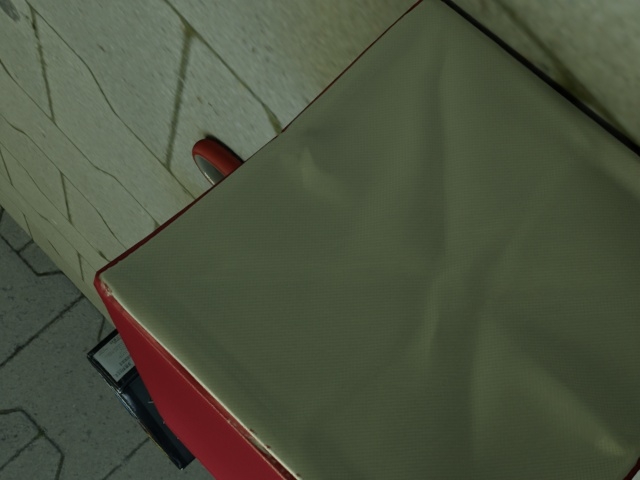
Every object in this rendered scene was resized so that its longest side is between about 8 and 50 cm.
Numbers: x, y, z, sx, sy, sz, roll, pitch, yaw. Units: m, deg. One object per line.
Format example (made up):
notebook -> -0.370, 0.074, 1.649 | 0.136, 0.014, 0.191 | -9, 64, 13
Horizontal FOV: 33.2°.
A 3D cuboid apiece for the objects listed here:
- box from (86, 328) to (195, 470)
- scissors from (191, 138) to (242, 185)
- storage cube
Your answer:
box -> -0.103, 0.104, 0.982 | 0.051, 0.175, 0.220 | 41, 163, 26
scissors -> 0.000, 0.000, 0.760 | 0.297, 0.021, 0.109 | 28, 154, 46
storage cube -> 0.047, 0.054, 0.459 | 0.215, 0.184, 0.193 | 43, 162, 18
